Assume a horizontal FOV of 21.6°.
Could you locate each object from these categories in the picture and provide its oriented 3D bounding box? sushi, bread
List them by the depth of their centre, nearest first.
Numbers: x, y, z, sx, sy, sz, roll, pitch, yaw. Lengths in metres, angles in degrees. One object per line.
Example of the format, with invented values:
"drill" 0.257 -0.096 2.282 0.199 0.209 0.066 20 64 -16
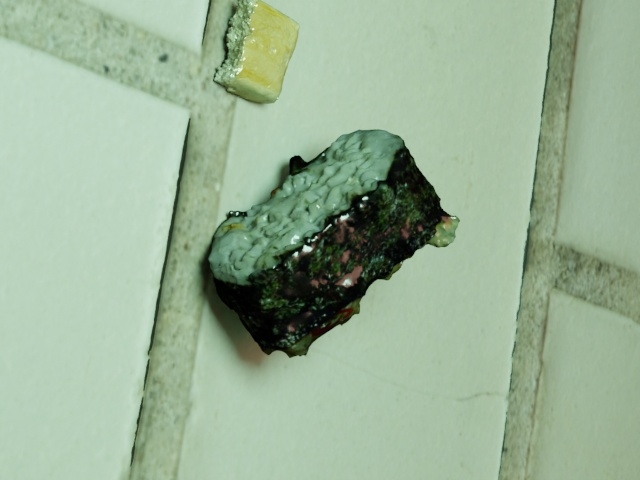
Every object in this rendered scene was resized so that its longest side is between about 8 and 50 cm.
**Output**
"sushi" 0.000 0.000 1.460 0.212 0.147 0.115 -43 126 -20
"bread" -0.054 -0.165 1.473 0.070 0.035 0.083 19 81 -45
